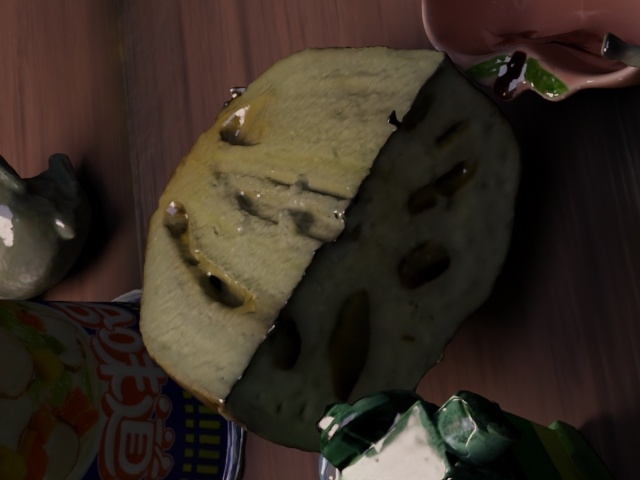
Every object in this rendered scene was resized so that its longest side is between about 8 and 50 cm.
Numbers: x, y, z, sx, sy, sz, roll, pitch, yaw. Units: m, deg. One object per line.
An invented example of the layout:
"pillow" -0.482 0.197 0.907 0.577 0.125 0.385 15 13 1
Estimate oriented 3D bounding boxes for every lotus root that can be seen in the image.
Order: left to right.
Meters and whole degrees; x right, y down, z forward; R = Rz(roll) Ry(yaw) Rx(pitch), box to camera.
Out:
"lotus root" -0.013 0.008 0.961 0.267 0.149 0.260 -57 29 -11

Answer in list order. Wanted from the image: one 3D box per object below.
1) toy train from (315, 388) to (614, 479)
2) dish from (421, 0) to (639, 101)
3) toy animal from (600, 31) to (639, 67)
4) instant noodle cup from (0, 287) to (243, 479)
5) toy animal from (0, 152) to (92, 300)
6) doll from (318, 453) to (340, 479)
"toy train" 0.045 0.214 0.848 0.301 0.202 0.120 -50 39 23
"dish" 0.176 -0.175 0.887 0.213 0.090 0.213 -13 71 40
"toy animal" 0.266 -0.177 0.749 0.176 0.073 0.216 20 86 6
"instant noodle cup" -0.265 0.154 1.081 0.284 0.312 0.284 -11 73 41
"toy animal" -0.316 0.036 1.301 0.251 0.125 0.127 -58 19 26
"doll" 0.022 0.157 0.996 0.057 0.039 0.114 2 68 2
